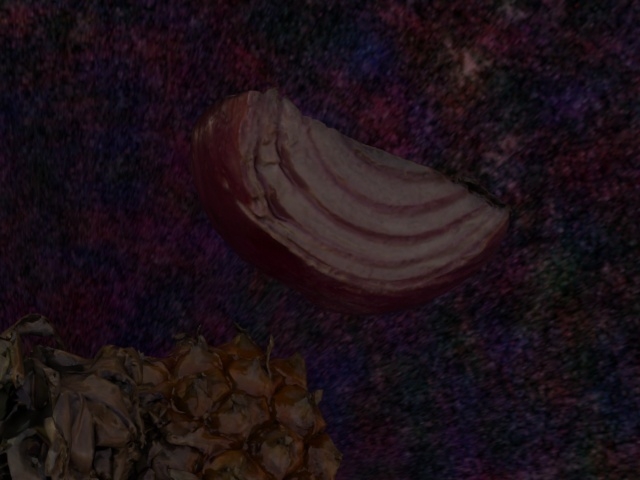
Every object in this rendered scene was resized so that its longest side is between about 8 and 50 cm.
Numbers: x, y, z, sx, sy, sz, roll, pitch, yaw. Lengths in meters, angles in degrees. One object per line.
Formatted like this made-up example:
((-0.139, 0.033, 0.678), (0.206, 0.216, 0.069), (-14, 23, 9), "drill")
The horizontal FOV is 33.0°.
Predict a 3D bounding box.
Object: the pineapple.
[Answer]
((-0.151, 0.136, 0.732), (0.263, 0.272, 0.262), (-15, 57, 25), "pineapple")

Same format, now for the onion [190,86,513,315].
((0.000, 0.000, 0.840), (0.250, 0.247, 0.111), (21, 72, -16), "onion")
